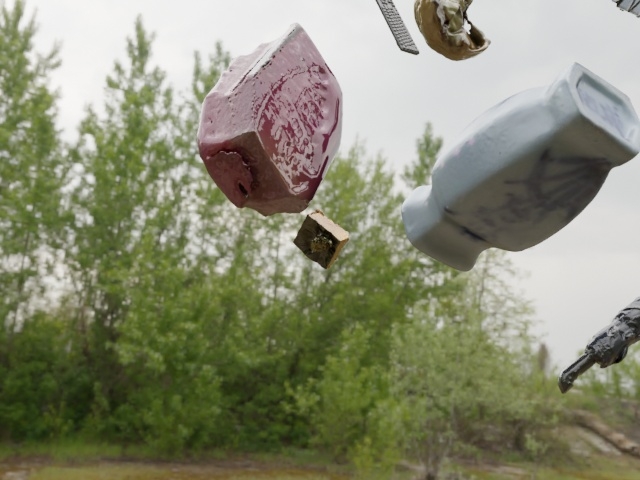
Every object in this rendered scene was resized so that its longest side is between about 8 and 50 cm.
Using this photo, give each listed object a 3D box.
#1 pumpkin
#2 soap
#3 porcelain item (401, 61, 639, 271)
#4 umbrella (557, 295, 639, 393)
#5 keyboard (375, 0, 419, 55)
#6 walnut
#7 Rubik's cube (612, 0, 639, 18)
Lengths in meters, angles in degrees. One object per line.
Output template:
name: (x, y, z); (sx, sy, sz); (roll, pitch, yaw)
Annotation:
pumpkin: (0.000, 0.000, 1.221); (0.083, 0.074, 0.054); (38, 38, 16)
soap: (-0.073, -0.186, 1.155); (0.127, 0.325, 0.220); (-19, -63, 36)
porcelain item: (0.329, -0.113, 1.243); (0.242, 0.178, 0.405); (26, -42, -20)
umbrella: (0.484, 0.165, 1.202); (0.248, 0.071, 0.071); (-30, -4, -15)
keyboard: (0.162, -0.502, 1.635); (0.061, 0.204, 0.013); (-1, -29, -43)
walnut: (0.317, -0.572, 1.876); (0.204, 0.238, 0.141); (-4, -14, -43)
Rubik's cube: (0.561, -0.467, 1.206); (0.211, 0.190, 0.178); (41, -50, -15)
